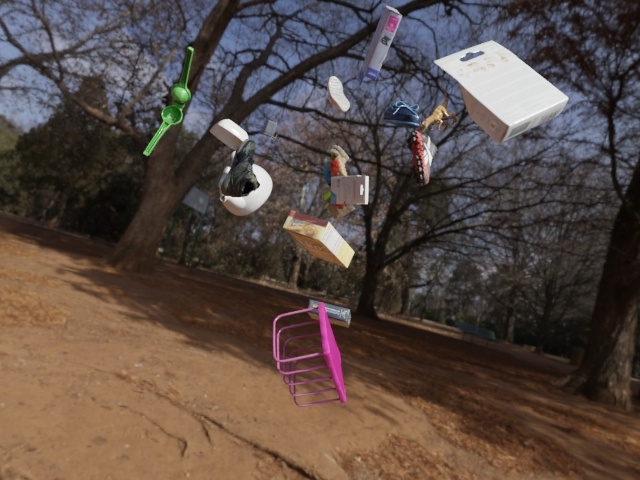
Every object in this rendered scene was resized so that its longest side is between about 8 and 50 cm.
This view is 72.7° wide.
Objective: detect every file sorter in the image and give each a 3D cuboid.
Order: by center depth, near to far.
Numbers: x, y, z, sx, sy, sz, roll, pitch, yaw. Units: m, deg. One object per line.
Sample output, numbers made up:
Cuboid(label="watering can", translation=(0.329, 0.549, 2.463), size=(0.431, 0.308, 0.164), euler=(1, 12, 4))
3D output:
Cuboid(label="file sorter", translation=(-0.038, 0.392, 1.450), size=(0.182, 0.202, 0.291), euler=(-12, -51, 4))

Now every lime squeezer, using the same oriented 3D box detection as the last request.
Cuboid(label="lime squeezer", translation=(-0.412, -0.384, 1.208), size=(0.058, 0.311, 0.110), euler=(32, 15, 8))

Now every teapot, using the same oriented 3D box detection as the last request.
Cuboid(label="teapot", translation=(-0.343, -0.247, 1.862), size=(0.256, 0.253, 0.187), euler=(27, -17, 51))

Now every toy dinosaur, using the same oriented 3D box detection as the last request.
Cuboid(label="toy dinosaur", translation=(0.425, -0.449, 1.518), size=(0.112, 0.211, 0.064), euler=(42, -23, -11))

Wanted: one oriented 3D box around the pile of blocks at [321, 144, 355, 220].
Cuboid(label="pile of blocks", translation=(0.057, -0.278, 1.983), size=(0.148, 0.363, 0.112), euler=(-11, -20, 19))

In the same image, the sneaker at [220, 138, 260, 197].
Cuboid(label="sneaker", translation=(-0.260, -0.255, 1.569), size=(0.130, 0.228, 0.087), euler=(14, -15, 25))

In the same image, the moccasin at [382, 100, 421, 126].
Cuboid(label="moccasin", translation=(0.396, -0.635, 2.164), size=(0.137, 0.117, 0.342), euler=(12, 16, -23))

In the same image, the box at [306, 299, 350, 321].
Cuboid(label="box", translation=(0.042, 0.331, 1.951), size=(0.183, 0.059, 0.233), euler=(12, -16, 8))

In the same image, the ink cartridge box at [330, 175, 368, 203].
Cuboid(label="ink cartridge box", translation=(0.120, -0.186, 1.616), size=(0.061, 0.105, 0.181), euler=(-3, 6, -41))

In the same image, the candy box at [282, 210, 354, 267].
Cuboid(label="candy box", translation=(0.000, 0.000, 1.780), size=(0.182, 0.088, 0.316), euler=(18, -14, 29))

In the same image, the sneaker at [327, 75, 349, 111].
Cuboid(label="sneaker", translation=(0.043, -0.481, 1.412), size=(0.070, 0.051, 0.134), euler=(46, -1, 39))

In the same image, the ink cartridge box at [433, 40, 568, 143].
Cuboid(label="ink cartridge box", translation=(0.627, -0.542, 1.555), size=(0.385, 0.308, 0.091), euler=(54, -22, 26))

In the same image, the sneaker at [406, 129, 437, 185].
Cuboid(label="sneaker", translation=(0.484, -0.379, 2.014), size=(0.135, 0.276, 0.097), euler=(3, -21, -17))

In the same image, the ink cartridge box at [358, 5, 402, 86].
Cuboid(label="ink cartridge box", translation=(0.245, -0.813, 1.844), size=(0.065, 0.311, 0.186), euler=(19, 33, -11))

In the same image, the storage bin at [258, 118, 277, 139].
Cuboid(label="storage bin", translation=(-0.290, -0.640, 2.502), size=(0.098, 0.091, 0.135), euler=(19, 13, -19))

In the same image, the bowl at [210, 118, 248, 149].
Cuboid(label="bowl", translation=(-0.356, -0.426, 1.730), size=(0.142, 0.053, 0.142), euler=(36, -17, -26))
